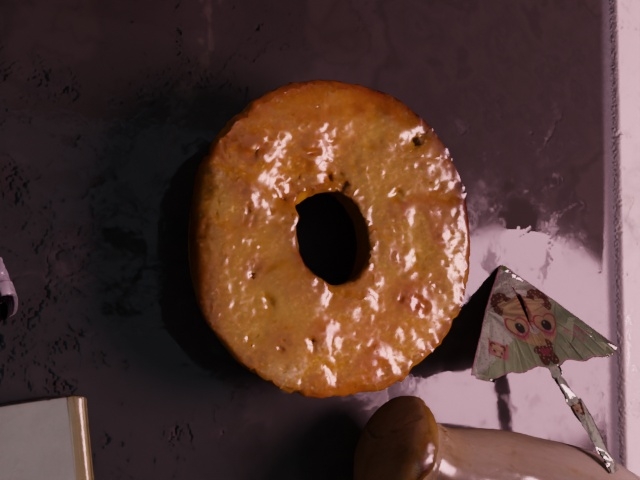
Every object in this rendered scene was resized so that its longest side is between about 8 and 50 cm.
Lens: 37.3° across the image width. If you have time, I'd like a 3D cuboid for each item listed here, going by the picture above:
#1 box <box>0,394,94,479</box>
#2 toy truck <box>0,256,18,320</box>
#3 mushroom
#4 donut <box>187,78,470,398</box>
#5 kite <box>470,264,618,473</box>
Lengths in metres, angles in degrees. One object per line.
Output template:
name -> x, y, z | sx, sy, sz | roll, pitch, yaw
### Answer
box -> -0.292, 0.279, 0.820 | 0.210, 0.045, 0.270 | -7, 86, -21
toy truck -> -0.372, 0.042, 0.789 | 0.215, 0.110, 0.116 | -15, 78, -21
mushroom -> 0.219, 0.270, 0.972 | 0.407, 0.137, 0.154 | 29, 87, -22
donut -> 0.000, 0.000, 0.934 | 0.302, 0.110, 0.303 | 2, 85, -19
kite -> 0.245, 0.133, 1.011 | 0.229, 0.012, 0.250 | -8, 60, -35
